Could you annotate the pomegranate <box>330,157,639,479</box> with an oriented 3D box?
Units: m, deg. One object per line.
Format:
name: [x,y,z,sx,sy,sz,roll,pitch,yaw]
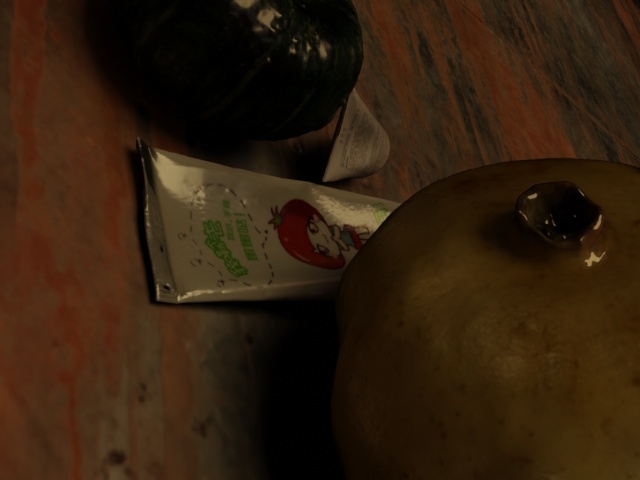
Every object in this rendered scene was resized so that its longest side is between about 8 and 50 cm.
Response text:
pomegranate: [0.162,0.094,0.569,0.332,0.332,0.333,34,39,-34]

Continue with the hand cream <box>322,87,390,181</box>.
hand cream: [0.028,-0.088,0.761,0.142,0.053,0.084,4,102,-74]

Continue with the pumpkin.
pumpkin: [-0.058,-0.174,0.643,0.211,0.152,0.212,26,37,-21]

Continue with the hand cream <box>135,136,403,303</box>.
hand cream: [0.000,0.000,0.676,0.336,0.076,0.121,7,56,-44]
